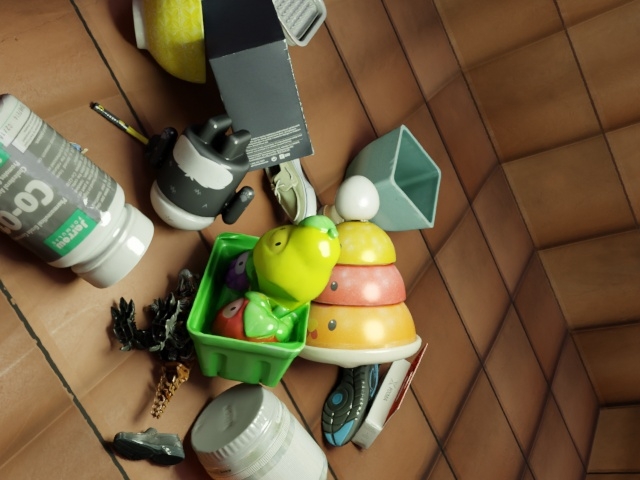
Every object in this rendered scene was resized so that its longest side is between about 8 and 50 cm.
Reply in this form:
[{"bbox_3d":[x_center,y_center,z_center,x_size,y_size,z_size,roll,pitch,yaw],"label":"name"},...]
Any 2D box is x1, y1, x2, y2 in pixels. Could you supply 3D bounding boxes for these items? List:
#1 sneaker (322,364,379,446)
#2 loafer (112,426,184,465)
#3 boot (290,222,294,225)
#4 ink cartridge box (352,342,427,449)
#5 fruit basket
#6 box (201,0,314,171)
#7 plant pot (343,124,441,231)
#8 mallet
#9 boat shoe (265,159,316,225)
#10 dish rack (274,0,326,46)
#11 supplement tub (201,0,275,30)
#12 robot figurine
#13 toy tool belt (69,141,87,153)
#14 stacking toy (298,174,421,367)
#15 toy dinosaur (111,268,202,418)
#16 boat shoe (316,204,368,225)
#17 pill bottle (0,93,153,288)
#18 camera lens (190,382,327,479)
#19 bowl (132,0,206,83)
[{"bbox_3d":[0.109,0.440,1.903,0.139,0.125,0.341,54,44,-37],"label":"sneaker"},{"bbox_3d":[-0.356,0.417,1.373,0.170,0.062,0.061,37,28,-43],"label":"loafer"},{"bbox_3d":[0.000,0.000,1.862,0.137,0.077,0.198,10,34,-19],"label":"boot"},{"bbox_3d":[0.201,0.440,1.938,0.060,0.239,0.275,30,42,7],"label":"ink cartridge box"},{"bbox_3d":[-0.118,0.088,1.460,0.283,0.392,0.392,11,60,-3],"label":"fruit basket"},{"bbox_3d":[-0.158,-0.403,1.632,0.343,0.179,0.312,-107,-178,-48],"label":"box"},{"bbox_3d":[0.210,-0.174,2.153,0.247,0.252,0.248,43,47,-34],"label":"plant pot"},{"bbox_3d":[-0.440,-0.246,1.524,0.190,0.039,0.062,29,55,-38],"label":"mallet"},{"bbox_3d":[-0.096,-0.152,1.845,0.094,0.109,0.302,8,44,-33],"label":"boat shoe"},{"bbox_3d":[-0.126,-0.789,2.097,0.333,0.072,0.285,52,41,-26],"label":"dish rack"},{"bbox_3d":[-0.236,-0.649,1.794,0.144,0.200,0.144,23,60,-46],"label":"supplement tub"},{"bbox_3d":[-0.269,-0.151,1.510,0.173,0.278,0.209,11,34,-44],"label":"robot figurine"},{"bbox_3d":[-0.526,-0.182,1.368,0.083,0.051,0.052,-8,84,-53],"label":"toy tool belt"},{"bbox_3d":[0.086,0.070,1.752,0.350,0.350,0.480,-3,93,-53],"label":"stacking toy"},{"bbox_3d":[-0.313,0.207,1.433,0.218,0.164,0.322,49,19,-53],"label":"toy dinosaur"},{"bbox_3d":[0.099,-0.026,2.077,0.302,0.103,0.113,26,57,-47],"label":"boat shoe"},{"bbox_3d":[-0.500,-0.079,1.236,0.361,0.204,0.204,44,46,-33],"label":"pill bottle"},{"bbox_3d":[-0.131,0.482,1.493,0.274,0.219,0.219,56,40,-23],"label":"camera lens"},{"bbox_3d":[-0.363,-0.520,1.592,0.156,0.289,0.289,-6,79,-11],"label":"bowl"}]
